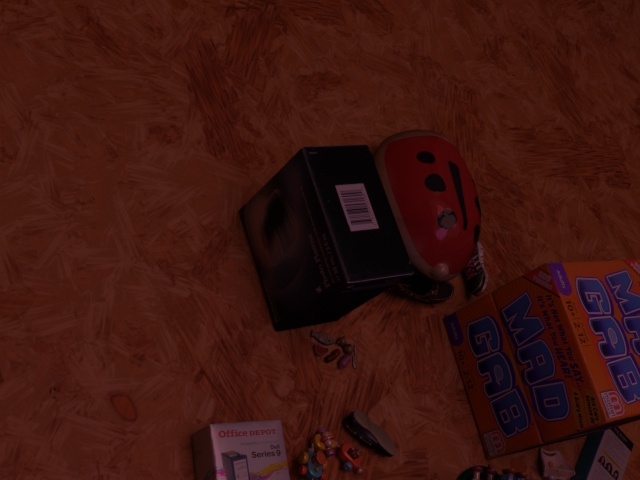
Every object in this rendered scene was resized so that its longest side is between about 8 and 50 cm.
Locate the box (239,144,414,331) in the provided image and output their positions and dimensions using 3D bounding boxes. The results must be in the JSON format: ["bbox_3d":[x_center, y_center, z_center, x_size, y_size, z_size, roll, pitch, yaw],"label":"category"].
[{"bbox_3d":[0.000,0.000,1.685,0.182,0.294,0.296,-7,70,-35],"label":"box"}]

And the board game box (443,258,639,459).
[{"bbox_3d":[0.579,0.277,1.905,0.356,0.356,0.356,-1,66,-36],"label":"board game box"}]

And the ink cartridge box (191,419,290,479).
[{"bbox_3d":[-0.141,0.444,1.479,0.154,0.093,0.212,6,61,-33],"label":"ink cartridge box"}]

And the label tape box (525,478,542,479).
[{"bbox_3d":[0.496,0.698,1.757,0.348,0.115,0.249,57,34,-48],"label":"label tape box"}]

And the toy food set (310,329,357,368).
[{"bbox_3d":[0.034,0.240,1.762,0.122,0.019,0.078,17,57,-28],"label":"toy food set"}]

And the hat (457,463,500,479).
[{"bbox_3d":[0.404,0.559,1.742,0.208,0.183,0.173,-7,69,-38],"label":"hat"}]

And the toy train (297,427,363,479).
[{"bbox_3d":[0.027,0.439,1.613,0.125,0.046,0.166,49,35,5],"label":"toy train"}]

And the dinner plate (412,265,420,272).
[{"bbox_3d":[0.219,0.016,1.998,0.141,0.017,0.141,32,47,-42],"label":"dinner plate"}]

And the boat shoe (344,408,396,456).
[{"bbox_3d":[0.107,0.413,1.708,0.133,0.042,0.049,43,24,-10],"label":"boat shoe"}]

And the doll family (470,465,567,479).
[{"bbox_3d":[0.397,0.534,1.558,0.263,0.118,0.163,13,64,-5],"label":"doll family"}]

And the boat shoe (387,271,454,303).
[{"bbox_3d":[0.246,0.113,1.942,0.207,0.073,0.073,8,80,-31],"label":"boat shoe"}]

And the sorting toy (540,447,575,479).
[{"bbox_3d":[0.566,0.541,1.967,0.083,0.045,0.075,13,42,-14],"label":"sorting toy"}]

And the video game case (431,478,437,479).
[{"bbox_3d":[0.186,0.581,1.569,0.173,0.022,0.190,-23,45,-2],"label":"video game case"}]

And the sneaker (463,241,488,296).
[{"bbox_3d":[0.383,0.066,2.079,0.074,0.063,0.170,21,51,-26],"label":"sneaker"}]

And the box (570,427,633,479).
[{"bbox_3d":[0.706,0.572,2.033,0.100,0.060,0.244,47,48,-5],"label":"box"}]

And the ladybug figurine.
[{"bbox_3d":[0.278,-0.104,1.988,0.305,0.162,0.449,22,45,-36],"label":"ladybug figurine"}]
